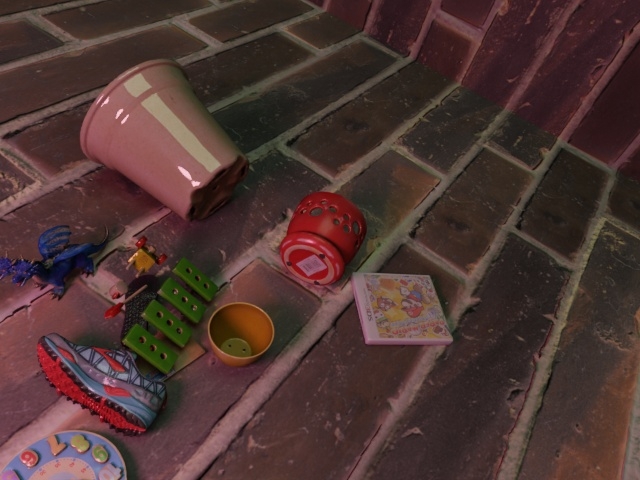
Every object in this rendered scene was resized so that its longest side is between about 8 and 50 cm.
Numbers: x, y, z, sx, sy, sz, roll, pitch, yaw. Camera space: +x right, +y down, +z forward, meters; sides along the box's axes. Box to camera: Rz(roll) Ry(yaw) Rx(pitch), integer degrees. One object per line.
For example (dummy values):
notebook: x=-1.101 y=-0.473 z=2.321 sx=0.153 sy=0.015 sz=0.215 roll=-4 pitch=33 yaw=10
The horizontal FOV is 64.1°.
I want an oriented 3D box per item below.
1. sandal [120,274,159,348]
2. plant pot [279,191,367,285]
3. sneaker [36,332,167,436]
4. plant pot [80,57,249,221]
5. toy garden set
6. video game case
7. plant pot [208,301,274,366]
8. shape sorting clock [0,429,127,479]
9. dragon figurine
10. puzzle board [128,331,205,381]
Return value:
sandal: x=-0.388 y=0.152 z=1.092 sx=0.067 sy=0.040 sz=0.179 roll=8 pitch=53 yaw=-9
plant pot: x=0.000 y=0.000 z=1.269 sx=0.191 sy=0.191 sz=0.174 roll=26 pitch=48 yaw=6
sneaker: x=-0.406 y=0.252 z=0.961 sx=0.262 sy=0.104 sz=0.125 roll=35 pitch=35 yaw=4
plant pot: x=-0.362 y=-0.223 z=1.290 sx=0.305 sy=0.333 sz=0.334 roll=44 pitch=48 yaw=7
toy garden set: x=-0.347 y=0.125 z=1.064 sx=0.204 sy=0.049 sz=0.244 roll=45 pitch=38 yaw=-19
video game case: x=0.202 y=0.169 z=1.293 sx=0.227 sy=0.026 sz=0.206 roll=4 pitch=47 yaw=-17
plant pot: x=-0.172 y=0.210 z=1.069 sx=0.134 sy=0.095 sz=0.134 roll=10 pitch=46 yaw=-11
shape sorting clock: x=-0.424 y=0.406 z=0.830 sx=0.206 sy=0.040 sz=0.206 roll=10 pitch=45 yaw=-11
dragon figurine: x=-0.538 y=0.027 z=1.078 sx=0.085 sy=0.144 sz=0.289 roll=33 pitch=46 yaw=12
puzzle board: x=-0.319 y=0.234 z=1.055 sx=0.096 sy=0.011 sz=0.128 roll=42 pitch=49 yaw=19
